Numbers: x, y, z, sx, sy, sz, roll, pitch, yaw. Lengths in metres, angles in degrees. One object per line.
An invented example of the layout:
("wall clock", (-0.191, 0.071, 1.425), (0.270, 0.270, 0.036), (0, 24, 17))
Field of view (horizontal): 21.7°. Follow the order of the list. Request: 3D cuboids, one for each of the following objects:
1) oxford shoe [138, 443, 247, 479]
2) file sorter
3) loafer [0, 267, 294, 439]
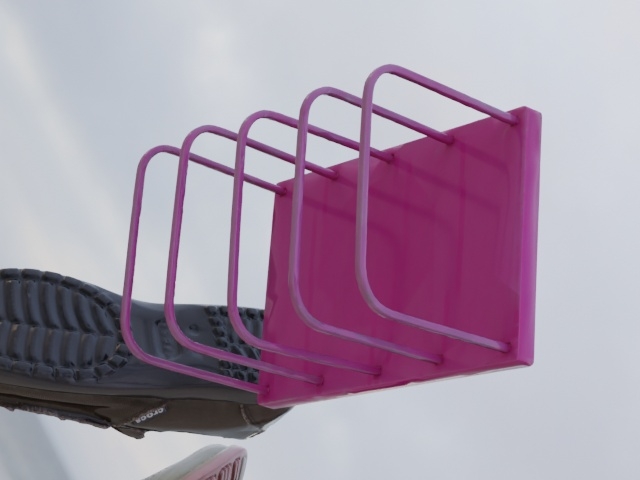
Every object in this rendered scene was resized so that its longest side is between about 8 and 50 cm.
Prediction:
("oxford shoe", (-0.232, 0.312, 1.883), (0.146, 0.397, 0.140), (27, -60, 25))
("file sorter", (0.000, 0.000, 1.296), (0.291, 0.182, 0.202), (-15, -116, 45))
("loafer", (-0.189, 0.126, 1.490), (0.133, 0.366, 0.130), (-94, -161, -47))
